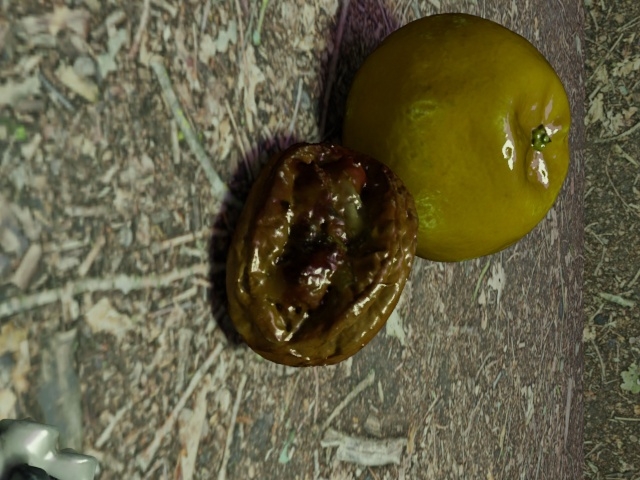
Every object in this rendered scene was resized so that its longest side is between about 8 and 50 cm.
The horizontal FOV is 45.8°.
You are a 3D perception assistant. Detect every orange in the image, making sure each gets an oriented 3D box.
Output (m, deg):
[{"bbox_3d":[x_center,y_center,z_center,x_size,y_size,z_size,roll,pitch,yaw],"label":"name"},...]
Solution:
[{"bbox_3d":[0.152,-0.112,0.846,0.279,0.235,0.278,4,85,-54],"label":"orange"}]

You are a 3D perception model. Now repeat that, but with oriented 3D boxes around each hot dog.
[{"bbox_3d":[0.002,0.002,0.690,0.099,0.161,0.226,118,-14,-59],"label":"hot dog"}]

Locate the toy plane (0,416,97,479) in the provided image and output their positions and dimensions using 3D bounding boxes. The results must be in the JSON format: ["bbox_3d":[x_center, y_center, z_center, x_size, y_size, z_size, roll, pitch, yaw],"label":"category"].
[{"bbox_3d":[-0.214,0.136,0.328,0.245,0.118,0.244,9,77,-44],"label":"toy plane"}]
